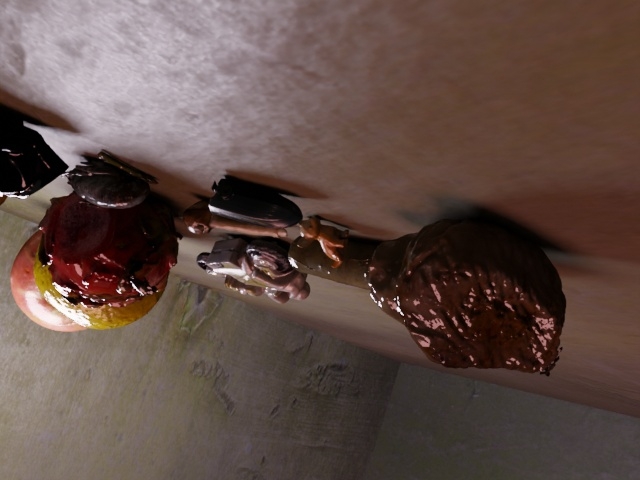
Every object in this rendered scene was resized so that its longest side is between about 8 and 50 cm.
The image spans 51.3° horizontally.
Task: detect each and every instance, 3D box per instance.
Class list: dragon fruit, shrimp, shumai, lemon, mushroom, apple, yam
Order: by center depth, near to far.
[{"bbox_3d":[0.175,0.046,0.818,0.218,0.183,0.185,10,-153,-16],"label":"shumai"},{"bbox_3d":[0.101,0.045,1.044,0.372,0.083,0.083,12,167,43],"label":"yam"},{"bbox_3d":[-0.148,-0.034,1.174,0.187,0.061,0.060,7,-178,0],"label":"mushroom"},{"bbox_3d":[-0.402,-0.105,1.184,0.233,0.079,0.090,16,133,26],"label":"shrimp"},{"bbox_3d":[-0.409,0.019,1.367,0.269,0.250,0.291,-3,157,14],"label":"dragon fruit"},{"bbox_3d":[-0.547,0.068,1.671,0.336,0.335,0.336,18,169,4],"label":"lemon"},{"bbox_3d":[-0.793,0.107,2.141,0.364,0.363,0.364,18,169,4],"label":"apple"}]

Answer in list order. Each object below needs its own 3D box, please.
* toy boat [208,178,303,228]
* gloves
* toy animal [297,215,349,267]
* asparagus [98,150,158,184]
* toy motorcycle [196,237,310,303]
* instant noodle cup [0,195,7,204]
[{"bbox_3d":[-0.090,-0.049,0.963,0.141,0.055,0.060,15,160,19],"label":"toy boat"},{"bbox_3d":[-0.521,-0.154,1.043,0.165,0.124,0.203,-21,120,27],"label":"gloves"},{"bbox_3d":[0.000,0.000,1.038,0.083,0.060,0.081,14,134,7],"label":"toy animal"},{"bbox_3d":[-0.321,-0.119,1.118,0.114,0.014,0.015,29,-178,-44],"label":"asparagus"},{"bbox_3d":[-0.131,0.070,1.473,0.223,0.107,0.341,33,157,-30],"label":"toy motorcycle"},{"bbox_3d":[-0.645,-0.129,1.165,0.216,0.215,0.172,23,177,-20],"label":"instant noodle cup"}]
